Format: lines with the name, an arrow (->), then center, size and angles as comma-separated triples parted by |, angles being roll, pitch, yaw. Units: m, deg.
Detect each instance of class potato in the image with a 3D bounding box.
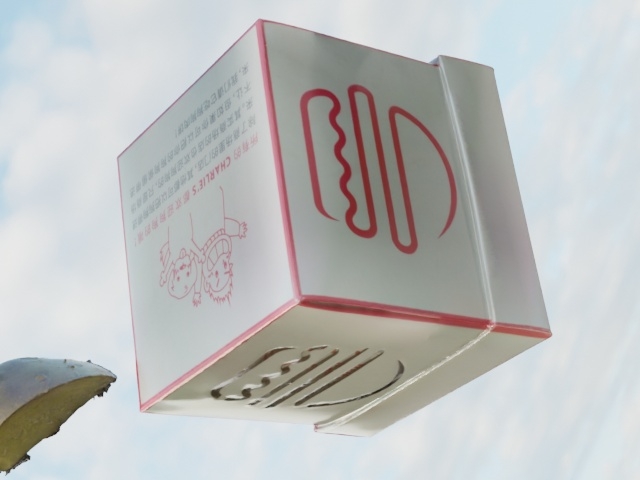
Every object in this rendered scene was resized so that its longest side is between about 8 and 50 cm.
potato -> -0.314, 0.156, 1.557 | 0.172, 0.100, 0.089 | -38, -40, 13

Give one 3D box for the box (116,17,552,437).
box -> 0.000, 0.000, 1.484 | 0.300, 0.312, 0.314 | 10, -30, -34
